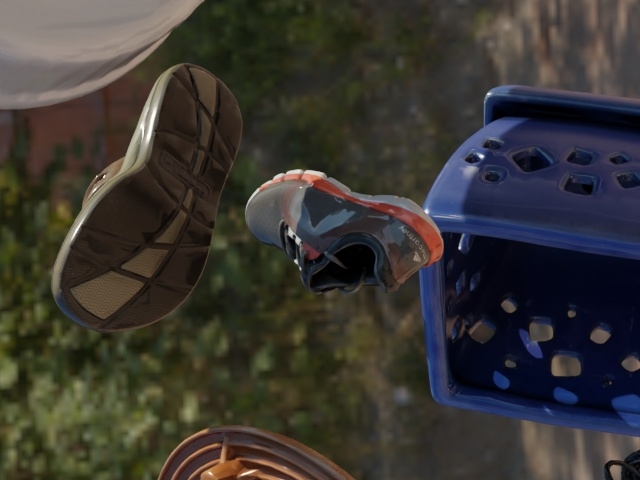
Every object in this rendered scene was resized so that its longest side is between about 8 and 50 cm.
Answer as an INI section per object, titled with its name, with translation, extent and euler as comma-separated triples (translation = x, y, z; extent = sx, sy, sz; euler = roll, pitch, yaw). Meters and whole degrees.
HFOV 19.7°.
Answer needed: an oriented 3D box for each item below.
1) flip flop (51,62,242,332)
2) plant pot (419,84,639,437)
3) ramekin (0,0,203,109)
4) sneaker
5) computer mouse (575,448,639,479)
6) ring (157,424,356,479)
[flip flop]
translation = -0.143, -0.032, 1.479
extent = 0.080, 0.112, 0.277
euler = -25, 34, 39
[plant pot]
translation = 0.221, 0.006, 1.535
extent = 0.236, 0.236, 0.212
euler = 83, -159, -45
[ramekin]
translation = -0.170, -0.218, 1.052
extent = 0.135, 0.277, 0.277
euler = 177, 90, -66
[sneaker]
translation = 0.000, 0.000, 1.137
extent = 0.158, 0.065, 0.061
euler = 7, 135, 46
[computer mouse]
translation = 0.179, 0.259, 1.418
extent = 0.188, 0.272, 0.072
euler = -109, 20, -45
[ring]
translation = 0.000, 0.263, 1.050
extent = 0.336, 0.032, 0.336
euler = 32, 134, 40
